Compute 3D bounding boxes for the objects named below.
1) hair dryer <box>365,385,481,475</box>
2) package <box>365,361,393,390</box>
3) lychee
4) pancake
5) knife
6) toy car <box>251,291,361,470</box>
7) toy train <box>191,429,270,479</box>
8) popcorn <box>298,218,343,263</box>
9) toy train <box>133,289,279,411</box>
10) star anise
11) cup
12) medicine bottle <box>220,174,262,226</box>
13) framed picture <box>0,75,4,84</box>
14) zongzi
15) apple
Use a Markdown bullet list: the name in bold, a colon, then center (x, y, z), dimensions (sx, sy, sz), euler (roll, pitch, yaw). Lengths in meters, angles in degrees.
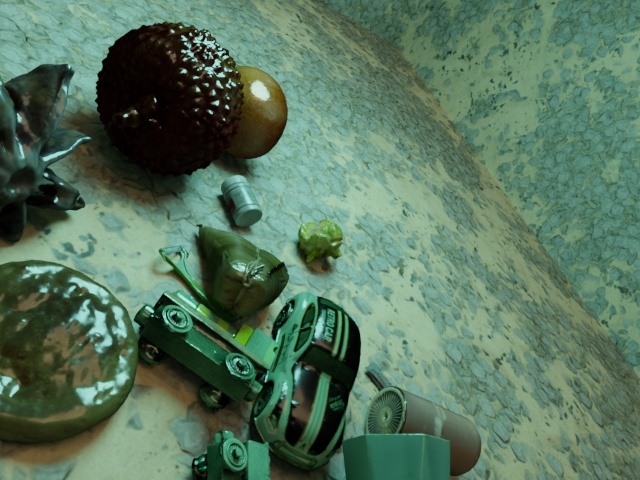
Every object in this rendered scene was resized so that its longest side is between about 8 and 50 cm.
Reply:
- **hair dryer**: center (0.167, 0.415, 0.769), dimensions (0.189, 0.106, 0.344), euler (30, 43, -24)
- **package**: center (0.125, 0.277, 0.934), dimensions (0.110, 0.015, 0.037), euler (54, 33, 14)
- **lychee**: center (-0.263, -0.248, 0.891), dimensions (0.264, 0.264, 0.300), euler (39, 34, -6)
- **pancake**: center (-0.330, 0.116, 0.586), dimensions (0.241, 0.050, 0.242), euler (24, 36, -19)
- **knife**: center (-0.195, 0.073, 0.814), dimensions (0.166, 0.022, 0.078), euler (48, 18, 6)
- **toy car**: center (-0.005, 0.195, 0.788), dimensions (0.136, 0.125, 0.306), euler (34, 31, -15)
- **toy train**: center (-0.101, 0.315, 0.595), dimensions (0.099, 0.070, 0.172), euler (34, 32, -34)
- **popcorn**: center (0.000, -0.002, 1.066), dimensions (0.096, 0.089, 0.109), euler (6, 24, 7)
- **toy train**: center (-0.164, 0.147, 0.717), dimensions (0.200, 0.083, 0.132), euler (40, 21, -6)
- **star anise**: center (-0.419, -0.101, 0.594), dimensions (0.139, 0.316, 0.359), euler (18, -13, 12)
- **cup**: center (0.098, 0.380, 0.643), dimensions (0.134, 0.148, 0.236), euler (12, 61, -16)
- **medicine bottle**: center (-0.158, -0.078, 0.998), dimensions (0.058, 0.058, 0.091), euler (3, 49, -46)
- **framed picture**: center (-0.608, -0.238, 0.725), dimensions (0.281, 0.019, 0.209), euler (-11, 61, -53)
- **zongzi**: center (-0.153, 0.036, 0.815), dimensions (0.197, 0.099, 0.194), euler (37, 5, 3)
- **apple**: center (-0.175, -0.281, 1.088), dimensions (0.162, 0.201, 0.201), euler (20, 37, -55)
